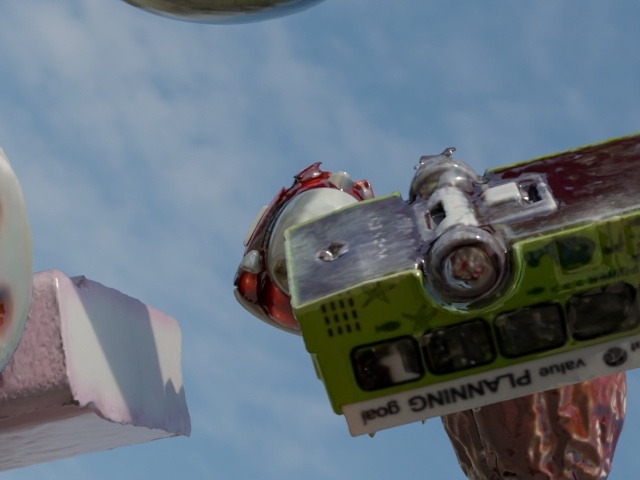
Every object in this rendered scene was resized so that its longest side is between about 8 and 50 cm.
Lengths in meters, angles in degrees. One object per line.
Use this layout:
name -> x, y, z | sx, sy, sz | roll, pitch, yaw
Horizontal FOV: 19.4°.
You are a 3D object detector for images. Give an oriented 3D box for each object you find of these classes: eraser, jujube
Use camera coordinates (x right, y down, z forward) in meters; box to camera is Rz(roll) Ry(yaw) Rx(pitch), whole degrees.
eraser -> -0.319, 0.130, 1.542 | 0.359, 0.272, 0.122 | -12, -103, 15
jujube -> 0.189, 0.155, 1.663 | 0.168, 0.168, 0.236 | 7, -74, 47

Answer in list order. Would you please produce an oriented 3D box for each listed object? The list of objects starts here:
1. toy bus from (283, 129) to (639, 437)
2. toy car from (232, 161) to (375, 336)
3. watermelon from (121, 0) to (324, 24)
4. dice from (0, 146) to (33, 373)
toy bus -> 0.139, 0.018, 0.996 | 0.113, 0.301, 0.139 | -98, 173, -63
toy car -> 0.000, 0.000, 1.497 | 0.112, 0.139, 0.112 | 21, -17, -4
watermelon -> -0.070, -0.329, 1.638 | 0.279, 0.359, 0.279 | 21, -66, 61
dice -> -0.316, 0.016, 1.235 | 0.194, 0.192, 0.193 | 10, -59, 28
